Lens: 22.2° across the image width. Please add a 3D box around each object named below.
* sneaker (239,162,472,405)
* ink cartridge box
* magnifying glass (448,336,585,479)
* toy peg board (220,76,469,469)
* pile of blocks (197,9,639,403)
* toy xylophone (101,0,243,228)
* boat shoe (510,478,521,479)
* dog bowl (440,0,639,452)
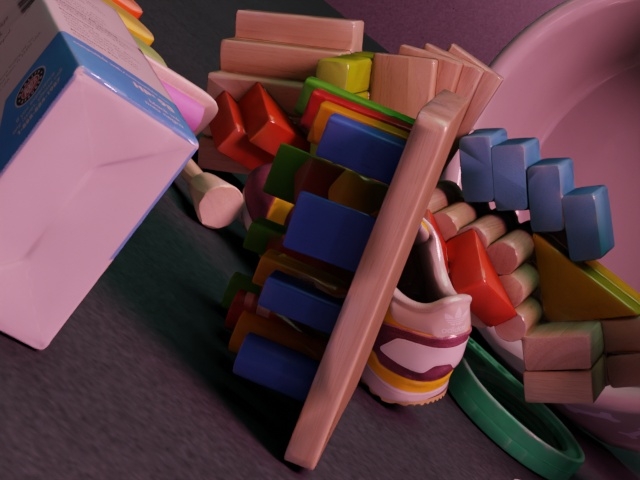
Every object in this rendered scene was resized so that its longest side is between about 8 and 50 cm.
[{"bbox_3d":[0.023,0.001,0.901,0.070,0.084,0.185,-14,49,-36],"label":"sneaker"},{"bbox_3d":[-0.123,-0.051,0.662,0.060,0.104,0.180,31,14,-32],"label":"ink cartridge box"},{"bbox_3d":[0.089,0.071,1.045,0.092,0.026,0.231,26,16,-46],"label":"magnifying glass"},{"bbox_3d":[0.000,0.000,0.754,0.079,0.161,0.160,21,11,5],"label":"toy peg board"},{"bbox_3d":[0.072,-0.028,0.997,0.362,0.149,0.112,33,20,12],"label":"pile of blocks"},{"bbox_3d":[-0.151,-0.126,0.926,0.236,0.081,0.322,27,16,-46],"label":"toy xylophone"},{"bbox_3d":[0.202,0.178,0.781,0.301,0.102,0.108,34,12,-21],"label":"boat shoe"},{"bbox_3d":[0.241,-0.027,1.132,0.349,0.349,0.102,44,10,27],"label":"dog bowl"}]
